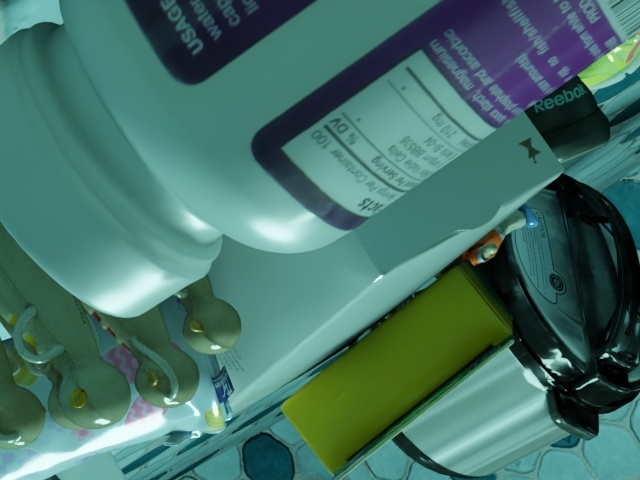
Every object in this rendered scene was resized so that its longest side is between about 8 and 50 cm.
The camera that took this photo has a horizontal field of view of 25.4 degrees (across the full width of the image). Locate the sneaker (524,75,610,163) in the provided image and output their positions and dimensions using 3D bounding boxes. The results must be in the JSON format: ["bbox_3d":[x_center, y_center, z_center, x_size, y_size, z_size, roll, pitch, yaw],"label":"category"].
[{"bbox_3d":[0.168,-0.129,1.208,0.101,0.106,0.267,-25,-168,-9],"label":"sneaker"}]

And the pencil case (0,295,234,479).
[{"bbox_3d":[-0.205,0.127,1.076,0.273,0.113,0.124,-18,127,-6],"label":"pencil case"}]

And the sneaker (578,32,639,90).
[{"bbox_3d":[0.264,-0.208,1.204,0.208,0.081,0.094,-44,160,24],"label":"sneaker"}]

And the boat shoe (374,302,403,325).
[{"bbox_3d":[0.013,0.046,1.500,0.132,0.130,0.355,-32,171,-1],"label":"boat shoe"}]

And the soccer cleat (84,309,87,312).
[{"bbox_3d":[-0.188,0.103,1.298,0.095,0.083,0.248,-30,175,16],"label":"soccer cleat"}]

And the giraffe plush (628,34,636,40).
[{"bbox_3d":[0.189,-0.184,0.841,0.170,0.210,0.181,-5,-173,24],"label":"giraffe plush"}]

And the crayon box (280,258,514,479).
[{"bbox_3d":[0.079,0.112,1.323,0.203,0.083,0.323,-39,176,6],"label":"crayon box"}]

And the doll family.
[{"bbox_3d":[0.124,-0.017,1.701,0.163,0.118,0.263,-36,-169,-17],"label":"doll family"}]

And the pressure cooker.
[{"bbox_3d":[0.296,0.115,2.095,0.420,0.370,0.375,-35,175,36],"label":"pressure cooker"}]

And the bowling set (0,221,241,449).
[{"bbox_3d":[-0.180,0.078,0.932,0.200,0.154,0.287,-36,170,18],"label":"bowling set"}]

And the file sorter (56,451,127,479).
[{"bbox_3d":[-0.314,0.384,1.737,0.193,0.277,0.173,-29,172,-23],"label":"file sorter"}]

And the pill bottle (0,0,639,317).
[{"bbox_3d":[0.006,-0.101,0.563,0.301,0.169,0.169,-34,171,14],"label":"pill bottle"}]

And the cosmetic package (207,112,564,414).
[{"bbox_3d":[0.000,0.000,1.132,0.197,0.155,0.365,-27,169,-35],"label":"cosmetic package"}]

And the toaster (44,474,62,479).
[{"bbox_3d":[-0.353,0.274,1.490,0.146,0.129,0.227,-26,171,-25],"label":"toaster"}]
